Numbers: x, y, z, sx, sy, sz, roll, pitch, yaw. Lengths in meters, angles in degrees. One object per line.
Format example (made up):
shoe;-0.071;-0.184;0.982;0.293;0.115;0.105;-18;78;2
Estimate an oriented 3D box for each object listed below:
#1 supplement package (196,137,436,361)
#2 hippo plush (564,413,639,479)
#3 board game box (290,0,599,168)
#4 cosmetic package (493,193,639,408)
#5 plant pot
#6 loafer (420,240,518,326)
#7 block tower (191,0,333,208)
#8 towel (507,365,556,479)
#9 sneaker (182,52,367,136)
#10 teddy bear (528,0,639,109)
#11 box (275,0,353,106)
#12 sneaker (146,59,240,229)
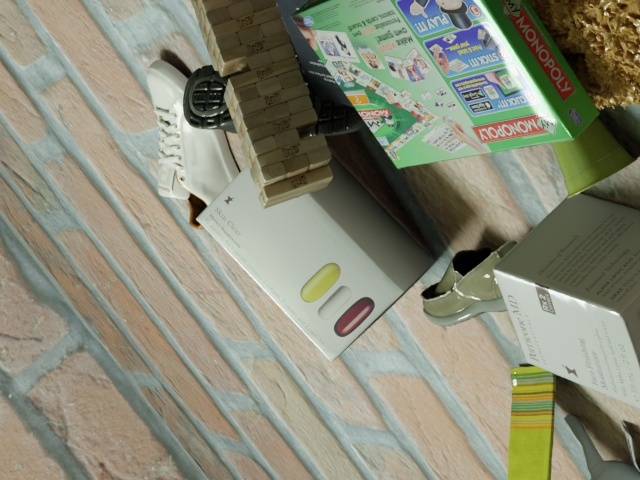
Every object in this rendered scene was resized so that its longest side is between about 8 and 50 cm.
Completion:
supplement package;0.000;0.000;1.834;0.262;0.145;0.204;46;-161;4
hippo plush;0.403;0.427;1.802;0.294;0.236;0.234;56;155;-18
board game box;0.114;-0.181;1.374;0.213;0.046;0.317;53;156;-16
cosmetic package;0.320;0.064;1.497;0.183;0.151;0.151;19;142;47
plant pot;0.278;-0.099;1.429;0.079;0.083;0.083;61;156;1
loafer;0.206;0.048;1.763;0.087;0.094;0.251;62;150;-3
block tower;-0.081;-0.217;1.673;0.091;0.097;0.335;129;121;-77
towel;0.284;0.288;1.855;0.021;0.237;0.102;10;166;-20
sneaker;-0.040;-0.186;1.801;0.286;0.109;0.130;8;179;33
teddy bear;0.282;-0.189;1.233;0.338;0.113;0.245;16;143;51
box;0.048;-0.238;1.570;0.156;0.093;0.158;21;144;43
sneaker;-0.214;-0.139;2.129;0.106;0.123;0.290;19;142;51
